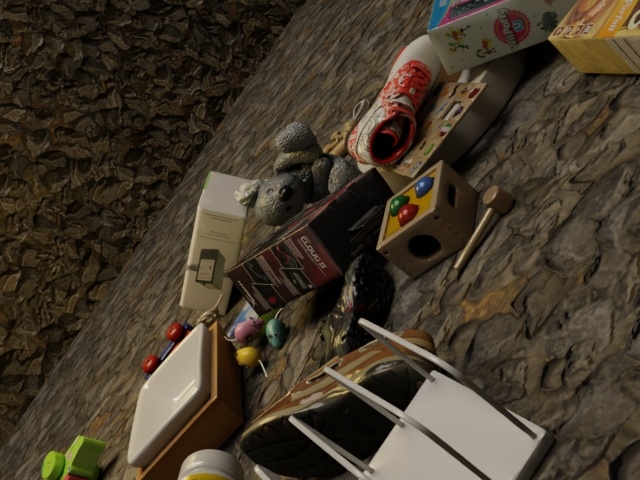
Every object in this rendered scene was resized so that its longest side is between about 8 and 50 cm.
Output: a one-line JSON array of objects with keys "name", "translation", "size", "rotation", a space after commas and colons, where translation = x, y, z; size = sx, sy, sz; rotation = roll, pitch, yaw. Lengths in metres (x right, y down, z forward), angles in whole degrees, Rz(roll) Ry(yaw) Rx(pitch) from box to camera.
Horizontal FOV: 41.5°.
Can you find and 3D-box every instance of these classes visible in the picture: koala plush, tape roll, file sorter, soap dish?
[{"name": "koala plush", "translation": [-0.062, -0.117, 1.863], "size": [0.221, 0.196, 0.203], "rotation": [-51, 8, -6]}, {"name": "tape roll", "translation": [0.226, -0.260, 1.621], "size": [0.392, 0.072, 0.392], "rotation": [-43, 20, 20]}, {"name": "file sorter", "translation": [0.057, 0.244, 0.868], "size": [0.277, 0.173, 0.193], "rotation": [-54, 30, -9]}, {"name": "soap dish", "translation": [-0.246, 0.309, 1.587], "size": [0.229, 0.118, 0.291], "rotation": [-48, 19, 11]}]

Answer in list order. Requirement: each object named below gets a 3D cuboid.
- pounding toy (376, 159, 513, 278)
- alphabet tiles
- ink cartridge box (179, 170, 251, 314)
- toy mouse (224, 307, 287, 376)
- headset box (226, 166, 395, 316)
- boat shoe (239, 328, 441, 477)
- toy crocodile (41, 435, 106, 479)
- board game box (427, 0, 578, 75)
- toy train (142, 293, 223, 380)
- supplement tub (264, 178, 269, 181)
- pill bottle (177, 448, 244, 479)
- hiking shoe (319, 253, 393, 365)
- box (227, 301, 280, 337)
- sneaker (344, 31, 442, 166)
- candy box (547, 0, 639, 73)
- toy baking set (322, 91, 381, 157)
[{"name": "pounding toy", "translation": [0.182, -0.037, 1.269], "size": [0.206, 0.094, 0.181], "rotation": [-37, 23, 37]}, {"name": "alphabet tiles", "translation": [0.182, -0.200, 1.487], "size": [0.198, 0.009, 0.237], "rotation": [-52, 18, 0]}, {"name": "ink cartridge box", "translation": [-0.243, 0.006, 1.980], "size": [0.198, 0.115, 0.273], "rotation": [-88, 12, -61]}, {"name": "toy mouse", "translation": [-0.117, 0.174, 1.605], "size": [0.161, 0.031, 0.143], "rotation": [14, 57, 45]}, {"name": "headset box", "translation": [0.000, 0.000, 1.510], "size": [0.293, 0.110, 0.218], "rotation": [-30, 9, 47]}, {"name": "boat shoe", "translation": [0.033, 0.218, 1.132], "size": [0.324, 0.122, 0.120], "rotation": [-30, 22, 31]}, {"name": "toy crocodile", "translation": [-0.605, 0.581, 1.929], "size": [0.340, 0.115, 0.105], "rotation": [-50, 38, 11]}, {"name": "board game box", "translation": [0.350, -0.423, 1.452], "size": [0.303, 0.097, 0.224], "rotation": [-18, 32, 26]}, {"name": "toy train", "translation": [-0.266, 0.230, 1.822], "size": [0.248, 0.105, 0.143], "rotation": [-54, 29, -7]}, {"name": "supplement tub", "translation": [-0.104, -0.091, 2.016], "size": [0.071, 0.107, 0.071], "rotation": [-45, 19, 21]}, {"name": "pill bottle", "translation": [-0.169, 0.410, 1.217], "size": [0.119, 0.119, 0.208], "rotation": [-43, 20, 22]}, {"name": "hiking shoe", "translation": [0.042, 0.114, 1.328], "size": [0.114, 0.086, 0.227], "rotation": [-35, 24, 38]}, {"name": "box", "translation": [-0.119, 0.134, 1.732], "size": [0.109, 0.042, 0.178], "rotation": [-18, 38, 59]}, {"name": "sneaker", "translation": [0.152, -0.245, 1.491], "size": [0.270, 0.090, 0.145], "rotation": [-54, 20, 3]}, {"name": "candy box", "translation": [0.466, -0.319, 1.141], "size": [0.183, 0.087, 0.316], "rotation": [-51, 18, 0]}, {"name": "toy baking set", "translation": [0.066, -0.270, 2.075], "size": [0.256, 0.030, 0.197], "rotation": [-43, 20, 24]}]
